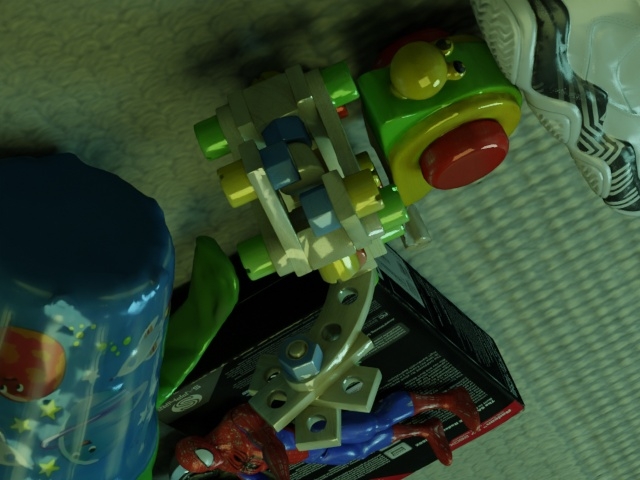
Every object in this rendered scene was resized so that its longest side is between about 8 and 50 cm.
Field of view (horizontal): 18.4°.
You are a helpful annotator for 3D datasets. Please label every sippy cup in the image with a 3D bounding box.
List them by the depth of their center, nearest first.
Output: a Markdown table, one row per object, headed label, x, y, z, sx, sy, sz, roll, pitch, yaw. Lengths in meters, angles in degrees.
| label | x | y | z | sx | sy | sz | roll | pitch | yaw |
| --- | --- | --- | --- | --- | --- | --- | --- | --- | --- |
| sippy cup | -0.210 | 0.066 | 1.449 | 0.240 | 0.305 | 0.224 | 24 | 127 | 3 |

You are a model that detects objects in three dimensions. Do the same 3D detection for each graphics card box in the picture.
| label | x | y | z | sx | sy | sz | roll | pitch | yaw |
| --- | --- | --- | --- | --- | --- | --- | --- | --- | --- |
| graphics card box | 0.010 | 0.119 | 1.772 | 0.232 | 0.094 | 0.371 | -31 | 149 | 14 |

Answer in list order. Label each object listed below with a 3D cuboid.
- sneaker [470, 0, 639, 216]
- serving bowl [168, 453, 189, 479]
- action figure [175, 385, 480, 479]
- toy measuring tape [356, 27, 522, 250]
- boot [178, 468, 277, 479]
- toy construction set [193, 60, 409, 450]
| label | x | y | z | sx | sy | sz | roll | pitch | yaw |
| --- | --- | --- | --- | --- | --- | --- | --- | --- | --- |
| sneaker | 0.265 | -0.145 | 1.463 | 0.210 | 0.137 | 0.366 | -22 | 147 | 20 |
| serving bowl | -0.108 | 0.207 | 1.894 | 0.083 | 0.027 | 0.083 | -16 | 149 | -10 |
| action figure | 0.013 | 0.199 | 1.685 | 0.280 | 0.139 | 0.091 | 0 | 141 | -28 |
| toy measuring tape | 0.099 | -0.078 | 1.527 | 0.121 | 0.121 | 0.330 | -22 | 159 | -1 |
| boot | -0.136 | 0.251 | 1.817 | 0.189 | 0.076 | 0.208 | -2 | 169 | -11 |
| toy construction set | 0.000 | 0.000 | 1.457 | 0.151 | 0.215 | 0.328 | -15 | 141 | -8 |
